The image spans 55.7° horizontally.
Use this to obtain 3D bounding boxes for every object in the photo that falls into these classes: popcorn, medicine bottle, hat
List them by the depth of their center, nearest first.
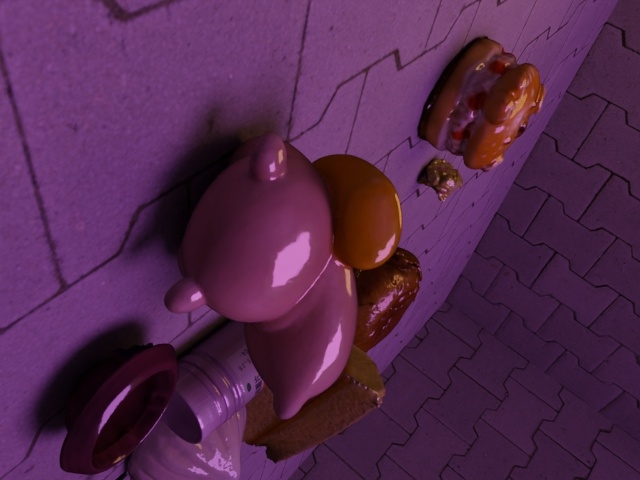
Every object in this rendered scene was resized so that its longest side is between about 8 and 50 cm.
[{"bbox_3d":[-0.277,0.214,0.811,0.205,0.089,0.205,-51,162,-23],"label":"hat"},{"bbox_3d":[-0.157,0.220,1.045,0.250,0.133,0.133,-35,155,-42],"label":"medicine bottle"},{"bbox_3d":[0.311,-0.157,1.550,0.109,0.096,0.089,-5,148,-32],"label":"popcorn"}]

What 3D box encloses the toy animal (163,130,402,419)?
[{"bbox_3d":[-0.083,0.022,0.768,0.247,0.277,0.345,5,114,-35],"label":"toy animal"}]

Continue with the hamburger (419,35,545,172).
[{"bbox_3d":[0.357,-0.287,1.284,0.261,0.186,0.302,-51,159,-10],"label":"hamburger"}]

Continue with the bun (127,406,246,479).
[{"bbox_3d":[-0.222,0.408,1.169,0.263,0.175,0.263,-46,162,-19],"label":"bun"}]

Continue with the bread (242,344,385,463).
[{"bbox_3d":[-0.067,0.355,1.279,0.361,0.233,0.245,-52,-172,8],"label":"bread"}]

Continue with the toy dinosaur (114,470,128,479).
[{"bbox_3d":[-0.477,0.559,0.992,0.301,0.087,0.447,-12,135,-53],"label":"toy dinosaur"}]

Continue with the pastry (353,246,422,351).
[{"bbox_3d":[0.131,0.166,1.602,0.356,0.164,0.356,-46,163,-18],"label":"pastry"}]
